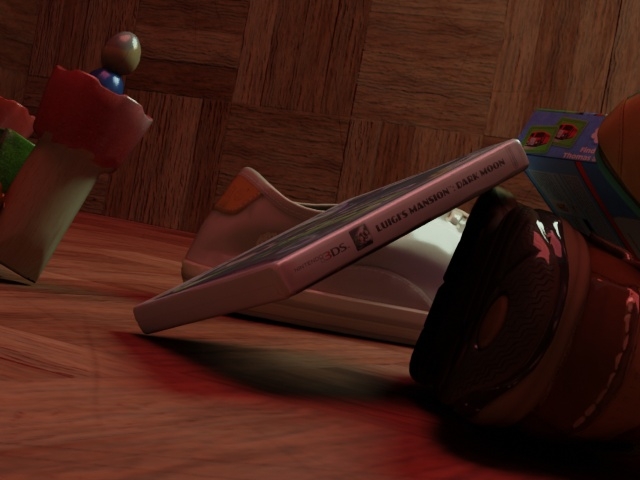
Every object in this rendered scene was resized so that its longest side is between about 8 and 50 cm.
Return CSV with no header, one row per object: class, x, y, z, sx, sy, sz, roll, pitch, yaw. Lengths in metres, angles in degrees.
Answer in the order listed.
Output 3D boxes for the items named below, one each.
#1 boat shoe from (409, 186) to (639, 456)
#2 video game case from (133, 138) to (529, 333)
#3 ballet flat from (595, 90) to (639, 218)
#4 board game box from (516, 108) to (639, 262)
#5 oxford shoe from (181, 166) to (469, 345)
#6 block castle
boat shoe,0.123,0.049,0.647,0.119,0.123,0.324,23,7,0
video game case,0.000,0.000,0.700,0.173,0.022,0.190,-28,5,-31
ballet flat,0.216,0.022,0.543,0.073,0.232,0.080,-40,-1,35
board game box,0.226,-0.001,0.660,0.211,0.039,0.160,13,-27,47
oxford shoe,0.107,0.027,1.048,0.449,0.130,0.169,11,-1,-15
block castle,-0.352,-0.142,1.047,0.303,0.213,0.453,33,-9,-25
